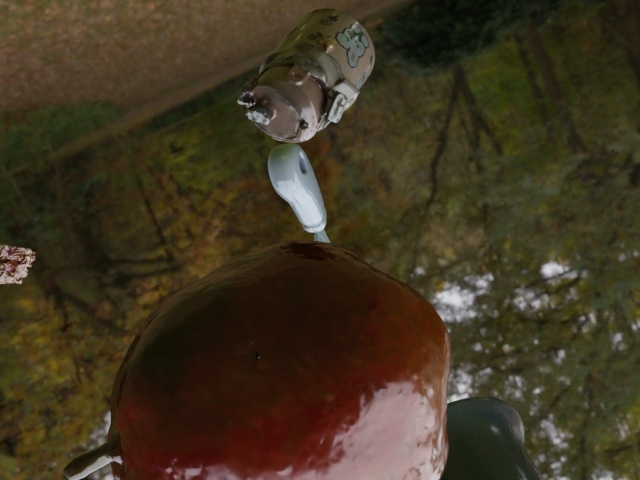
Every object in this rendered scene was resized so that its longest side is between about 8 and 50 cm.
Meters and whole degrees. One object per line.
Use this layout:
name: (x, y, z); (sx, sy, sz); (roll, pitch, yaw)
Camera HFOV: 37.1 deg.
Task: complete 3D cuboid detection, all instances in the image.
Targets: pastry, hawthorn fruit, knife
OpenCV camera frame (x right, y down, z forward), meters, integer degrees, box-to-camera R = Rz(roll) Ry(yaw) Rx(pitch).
pastry: (-0.470, 0.034, 1.322); (0.169, 0.063, 0.087); (3, 171, 30)
hawthorn fruit: (-0.043, 0.118, 0.655); (0.260, 0.224, 0.224); (-13, -178, -32)
knife: (0.000, 0.001, 1.308); (0.044, 0.331, 0.080); (-9, -135, 15)

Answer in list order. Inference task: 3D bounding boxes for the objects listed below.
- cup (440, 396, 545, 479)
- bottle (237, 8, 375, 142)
cup: (0.139, 0.260, 0.838); (0.199, 0.199, 0.150); (-26, -138, -14)
bottle: (-0.013, -0.148, 0.909); (0.099, 0.099, 0.152); (-17, -152, 38)
